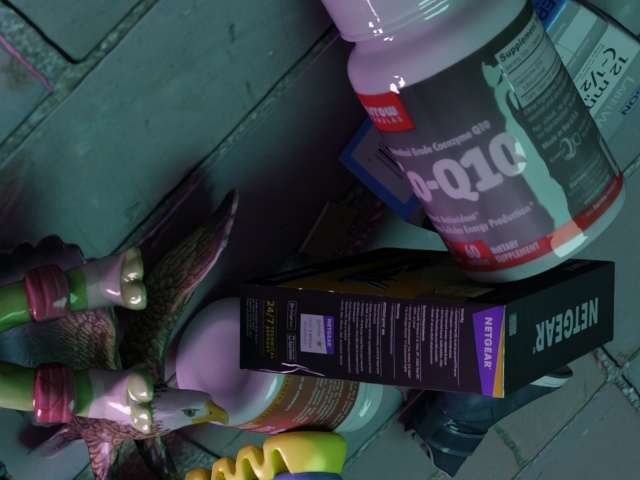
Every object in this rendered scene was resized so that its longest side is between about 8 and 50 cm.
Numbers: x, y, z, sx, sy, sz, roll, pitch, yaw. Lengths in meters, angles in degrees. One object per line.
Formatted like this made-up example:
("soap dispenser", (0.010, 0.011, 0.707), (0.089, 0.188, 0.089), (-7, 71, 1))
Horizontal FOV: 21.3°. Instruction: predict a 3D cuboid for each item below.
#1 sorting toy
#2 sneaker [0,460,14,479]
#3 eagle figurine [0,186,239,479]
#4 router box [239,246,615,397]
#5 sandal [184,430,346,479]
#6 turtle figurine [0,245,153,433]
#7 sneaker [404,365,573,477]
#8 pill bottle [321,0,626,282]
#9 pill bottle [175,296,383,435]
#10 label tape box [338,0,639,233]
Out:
("sorting toy", (0.000, 0.000, 1.637), (0.062, 0.012, 0.083), (9, 115, -58))
("sneaker", (-0.271, 0.217, 1.332), (0.107, 0.275, 0.110), (-12, 114, -68))
("eagle figurine", (-0.165, 0.106, 1.445), (0.226, 0.225, 0.298), (-73, 158, -73))
("router box", (0.104, 0.065, 1.525), (0.309, 0.243, 0.081), (-13, 105, -64))
("sandal", (-0.108, 0.292, 1.643), (0.317, 0.138, 0.126), (-25, 157, 24))
("turtle figurine", (-0.253, 0.074, 1.204), (0.266, 0.197, 0.274), (-4, 142, -11))
("sneaker", (0.193, 0.194, 2.006), (0.226, 0.086, 0.163), (1, 126, -52))
("pill bottle", (0.122, -0.120, 1.403), (0.161, 0.161, 0.283), (-37, 110, -14))
("pill bottle", (-0.032, 0.130, 1.640), (0.121, 0.121, 0.216), (-53, 147, 11))
("label tape box", (0.208, -0.115, 1.660), (0.348, 0.115, 0.249), (18, 112, -53))
